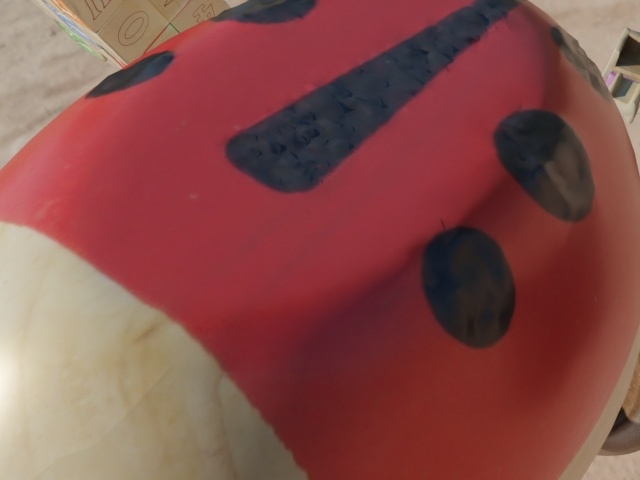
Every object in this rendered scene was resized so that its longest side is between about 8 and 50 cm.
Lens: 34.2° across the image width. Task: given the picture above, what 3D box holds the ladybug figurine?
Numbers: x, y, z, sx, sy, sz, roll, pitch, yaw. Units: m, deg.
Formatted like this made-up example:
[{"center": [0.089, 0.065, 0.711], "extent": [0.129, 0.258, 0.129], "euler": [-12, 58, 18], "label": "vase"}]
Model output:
[{"center": [0.000, 0.000, 0.484], "extent": [0.305, 0.162, 0.449], "euler": [30, 49, 19], "label": "ladybug figurine"}]

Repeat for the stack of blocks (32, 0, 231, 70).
[{"center": [-0.207, -0.237, 0.710], "extent": [0.171, 0.297, 0.087], "euler": [35, 84, 39], "label": "stack of blocks"}]

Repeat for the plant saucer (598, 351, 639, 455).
[{"center": [0.233, 0.108, 0.947], "extent": [0.198, 0.198, 0.036], "euler": [7, 16, 39], "label": "plant saucer"}]

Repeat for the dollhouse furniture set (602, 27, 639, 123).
[{"center": [0.428, -0.047, 1.253], "extent": [0.286, 0.198, 0.303], "euler": [24, 57, 14], "label": "dollhouse furniture set"}]
